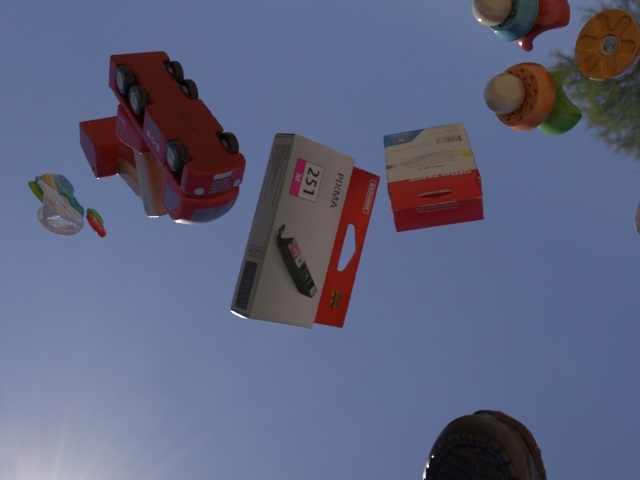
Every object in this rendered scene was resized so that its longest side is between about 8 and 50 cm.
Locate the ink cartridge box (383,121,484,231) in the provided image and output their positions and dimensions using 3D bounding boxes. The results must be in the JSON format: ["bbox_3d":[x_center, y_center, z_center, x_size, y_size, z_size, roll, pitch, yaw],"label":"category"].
[{"bbox_3d":[0.171,-0.089,1.060,0.134,0.078,0.231,-8,-146,9],"label":"ink cartridge box"}]

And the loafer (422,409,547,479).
[{"bbox_3d":[0.215,0.331,0.819,0.133,0.366,0.130,16,-141,40],"label":"loafer"}]

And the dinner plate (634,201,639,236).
[{"bbox_3d":[0.562,-0.047,1.085,0.141,0.141,0.017,13,-151,-15],"label":"dinner plate"}]

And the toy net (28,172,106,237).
[{"bbox_3d":[-0.346,-0.035,0.941,0.122,0.045,0.232,54,174,-18],"label":"toy net"}]

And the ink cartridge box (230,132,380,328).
[{"bbox_3d":[0.000,0.000,1.078,0.239,0.275,0.060,16,178,-40],"label":"ink cartridge box"}]

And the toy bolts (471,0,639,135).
[{"bbox_3d":[0.325,-0.299,1.027,0.158,0.218,0.229,1,-117,-37],"label":"toy bolts"}]

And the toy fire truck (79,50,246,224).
[{"bbox_3d":[-0.128,-0.066,0.530,0.047,0.135,0.192,-16,-126,-32],"label":"toy fire truck"}]
